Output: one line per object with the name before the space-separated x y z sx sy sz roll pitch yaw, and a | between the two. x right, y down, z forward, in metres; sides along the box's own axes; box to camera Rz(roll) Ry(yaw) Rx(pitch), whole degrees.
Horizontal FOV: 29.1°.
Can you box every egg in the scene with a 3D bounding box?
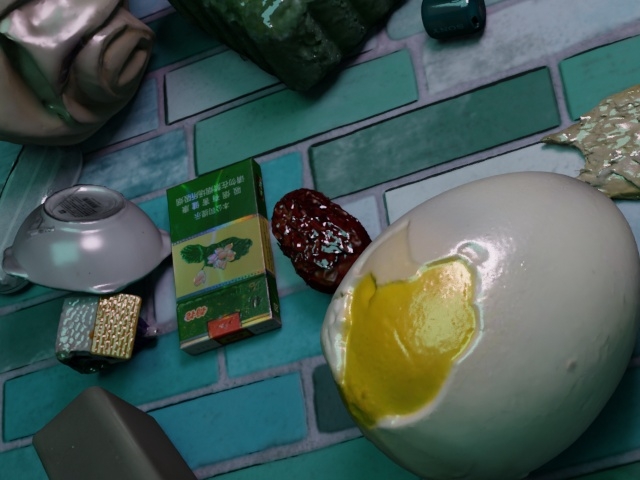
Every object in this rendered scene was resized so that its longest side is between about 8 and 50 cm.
egg | 0.172 0.081 1.233 0.345 0.283 0.283 -42 55 -6

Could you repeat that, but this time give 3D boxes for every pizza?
pizza | 0.370 -0.118 1.377 0.262 0.034 0.181 -4 66 25

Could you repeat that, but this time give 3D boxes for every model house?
model house | -0.260 0.121 1.543 0.100 0.101 0.087 -3 68 22

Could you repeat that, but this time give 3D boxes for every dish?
dish | -0.304 -0.022 1.584 0.224 0.078 0.246 -11 31 -21

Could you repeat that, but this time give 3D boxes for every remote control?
remote control | -0.411 -0.043 1.727 0.104 0.052 0.247 7 67 28

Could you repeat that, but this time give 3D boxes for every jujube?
jujube | -0.003 0.000 1.474 0.104 0.104 0.166 -49 50 -2

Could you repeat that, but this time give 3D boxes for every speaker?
speaker | 0.171 -0.294 1.558 0.075 0.060 0.094 -5 29 25

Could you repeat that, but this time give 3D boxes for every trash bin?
trash bin | -0.204 0.299 1.395 0.122 0.164 0.240 -42 52 2

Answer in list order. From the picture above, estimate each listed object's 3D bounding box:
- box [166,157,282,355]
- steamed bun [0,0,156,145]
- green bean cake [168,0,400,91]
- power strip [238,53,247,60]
box | -0.125 0.018 1.561 0.132 0.034 0.235 -18 60 18
steamed bun | -0.358 -0.284 1.657 0.255 0.342 0.367 31 112 21
green bean cake | -0.044 -0.390 1.623 0.308 0.169 0.300 36 82 33
power strip | -0.110 -0.309 1.721 0.051 0.019 0.136 -30 57 13
